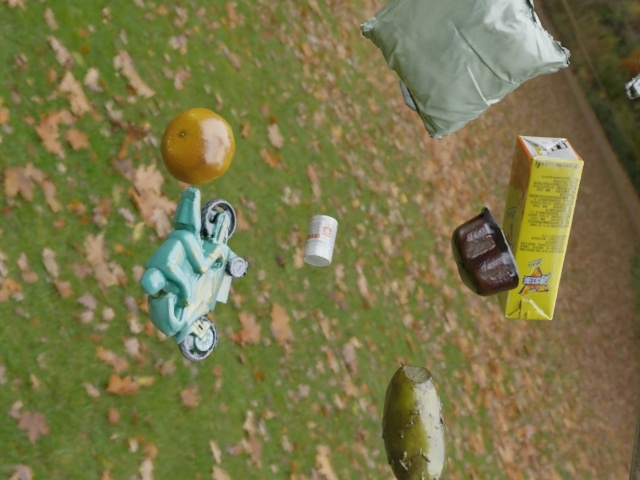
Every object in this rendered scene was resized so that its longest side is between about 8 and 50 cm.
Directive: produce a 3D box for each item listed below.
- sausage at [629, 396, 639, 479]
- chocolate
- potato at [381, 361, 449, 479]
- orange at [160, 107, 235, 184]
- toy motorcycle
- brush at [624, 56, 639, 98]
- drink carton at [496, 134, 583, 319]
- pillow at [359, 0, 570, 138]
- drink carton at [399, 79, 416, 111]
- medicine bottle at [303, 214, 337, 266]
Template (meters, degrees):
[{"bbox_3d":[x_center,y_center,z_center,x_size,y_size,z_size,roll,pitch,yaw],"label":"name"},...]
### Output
[{"bbox_3d":[0.325,0.259,0.965,0.033,0.033,0.269,35,62,-54],"label":"sausage"},{"bbox_3d":[0.262,0.029,1.609,0.125,0.080,0.148,100,-29,-70],"label":"chocolate"},{"bbox_3d":[0.177,0.355,1.837,0.113,0.149,0.251,-3,75,-23],"label":"potato"},{"bbox_3d":[-0.244,-0.187,1.945,0.136,0.159,0.159,36,34,-58],"label":"orange"},{"bbox_3d":[-0.237,0.057,1.705,0.198,0.109,0.296,25,74,-49],"label":"toy motorcycle"},{"bbox_3d":[0.573,-0.307,1.555,0.323,0.051,0.070,-37,109,-35],"label":"brush"},{"bbox_3d":[0.439,-0.024,1.968,0.154,0.111,0.351,-91,-175,-66],"label":"drink carton"},{"bbox_3d":[0.247,-0.350,1.699,0.283,0.310,0.138,54,33,-3],"label":"pillow"},{"bbox_3d":[0.302,-0.399,2.215,0.185,0.189,0.191,10,35,-9],"label":"drink carton"},{"bbox_3d":[0.000,0.000,1.882,0.057,0.057,0.089,40,53,-50],"label":"medicine bottle"}]
